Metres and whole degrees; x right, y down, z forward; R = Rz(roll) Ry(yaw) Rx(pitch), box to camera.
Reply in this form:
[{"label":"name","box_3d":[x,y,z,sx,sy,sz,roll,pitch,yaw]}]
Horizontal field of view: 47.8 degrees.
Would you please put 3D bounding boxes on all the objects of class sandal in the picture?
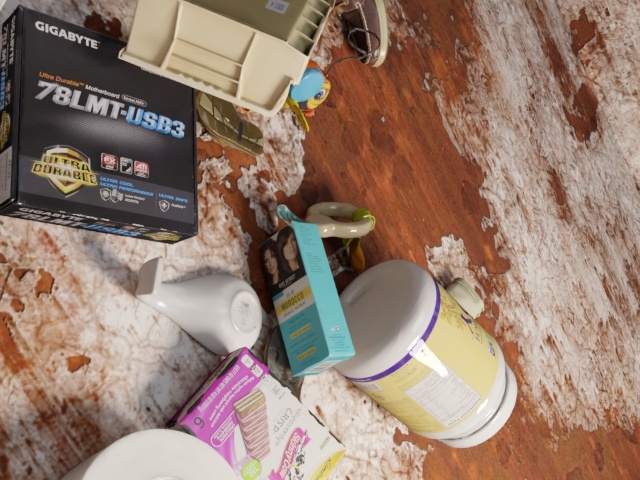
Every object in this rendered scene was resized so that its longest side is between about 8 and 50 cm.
[{"label":"sandal","box_3d":[-0.165,-0.198,1.261,0.180,0.049,0.072,33,60,-52]}]

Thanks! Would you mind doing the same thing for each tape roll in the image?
[{"label":"tape roll","box_3d":[-0.216,0.393,0.927,0.286,0.100,0.286,30,41,-30]}]

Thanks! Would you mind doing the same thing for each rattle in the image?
[{"label":"rattle","box_3d":[0.000,0.000,1.359,0.200,0.142,0.130,-17,51,-42]}]

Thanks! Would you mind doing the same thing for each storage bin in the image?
[{"label":"storage bin","box_3d":[-0.135,-0.338,1.136,0.261,0.123,0.262,22,35,-5]}]

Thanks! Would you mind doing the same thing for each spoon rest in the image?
[{"label":"spoon rest","box_3d":[-0.187,0.098,1.131,0.276,0.084,0.137,34,55,-50]}]

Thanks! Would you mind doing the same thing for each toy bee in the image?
[{"label":"toy bee","box_3d":[-0.041,-0.280,1.347,0.299,0.162,0.195,0,58,-14]}]

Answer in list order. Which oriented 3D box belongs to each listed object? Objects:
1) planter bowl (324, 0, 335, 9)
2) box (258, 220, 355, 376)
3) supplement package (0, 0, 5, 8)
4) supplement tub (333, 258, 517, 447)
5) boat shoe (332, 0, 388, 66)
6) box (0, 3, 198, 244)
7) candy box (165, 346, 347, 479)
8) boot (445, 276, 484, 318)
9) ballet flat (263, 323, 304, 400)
[{"label":"planter bowl","box_3d":[-0.065,-0.490,1.405,0.162,0.109,0.162,16,67,-42]},{"label":"box","box_3d":[-0.026,0.097,1.223,0.060,0.100,0.244,6,58,-43]},{"label":"supplement package","box_3d":[-0.478,-0.315,0.815,0.204,0.262,0.145,34,56,-34]},{"label":"supplement tub","box_3d":[0.191,0.218,1.346,0.331,0.241,0.241,42,51,-29]},{"label":"boat shoe","box_3d":[0.050,-0.534,1.552,0.123,0.123,0.341,-16,94,-17]},{"label":"box","box_3d":[-0.320,-0.159,1.070,0.296,0.073,0.293,12,70,-44]},{"label":"candy box","box_3d":[-0.094,0.301,1.099,0.233,0.071,0.159,46,58,-8]},{"label":"boot","box_3d":[0.314,0.200,1.598,0.165,0.077,0.213,-30,96,-48]},{"label":"ballet flat","box_3d":[-0.063,0.262,1.215,0.084,0.058,0.249,8,65,-26]}]
